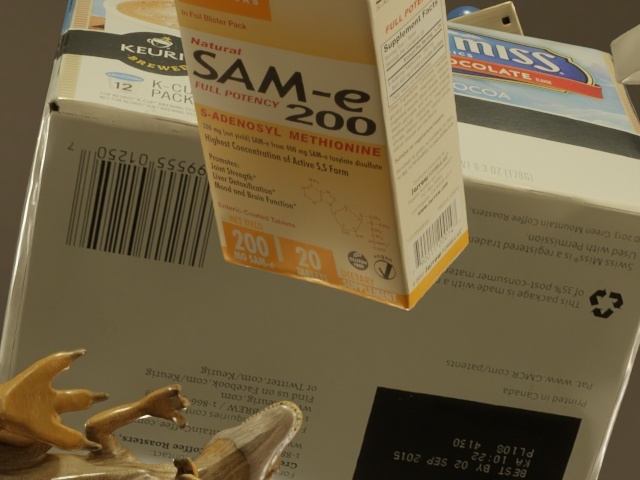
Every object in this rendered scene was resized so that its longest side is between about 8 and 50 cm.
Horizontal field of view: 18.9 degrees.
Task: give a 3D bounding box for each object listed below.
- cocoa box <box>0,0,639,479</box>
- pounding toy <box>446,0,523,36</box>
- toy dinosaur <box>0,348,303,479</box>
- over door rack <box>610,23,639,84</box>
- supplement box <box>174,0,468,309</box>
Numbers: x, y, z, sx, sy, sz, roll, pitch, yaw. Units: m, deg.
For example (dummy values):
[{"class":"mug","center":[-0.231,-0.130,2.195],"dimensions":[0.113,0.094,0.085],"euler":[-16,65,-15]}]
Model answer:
[{"class":"cocoa box","center":[0.000,0.000,1.136],"dimensions":[0.347,0.228,0.231],"euler":[10,-62,-7]},{"class":"pounding toy","center":[0.067,-0.116,1.316],"dimensions":[0.130,0.141,0.100],"euler":[-18,-90,-2]},{"class":"toy dinosaur","center":[-0.104,0.074,0.549],"dimensions":[0.211,0.064,0.112],"euler":[1,-16,-14]},{"class":"over door rack","center":[0.262,0.029,0.977],"dimensions":[0.324,0.240,0.108],"euler":[8,-22,-41]},{"class":"supplement box","center":[0.001,-0.036,0.501],"dimensions":[0.062,0.036,0.098],"euler":[14,-49,31]}]
